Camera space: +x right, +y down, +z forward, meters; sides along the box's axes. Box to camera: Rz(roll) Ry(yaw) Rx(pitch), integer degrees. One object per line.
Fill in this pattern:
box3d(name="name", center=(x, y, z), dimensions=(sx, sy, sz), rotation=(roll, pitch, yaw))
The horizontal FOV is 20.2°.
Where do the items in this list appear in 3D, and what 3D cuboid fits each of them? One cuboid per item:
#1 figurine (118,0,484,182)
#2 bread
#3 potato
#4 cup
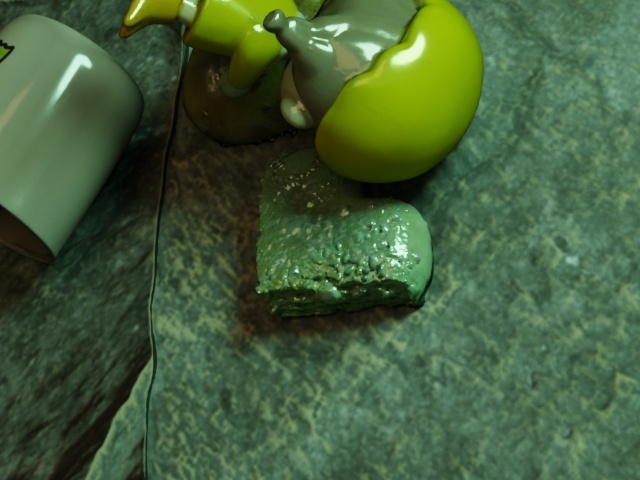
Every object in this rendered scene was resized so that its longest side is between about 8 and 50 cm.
box3d(name="figurine", center=(-0.012, -0.182, 1.723), dimensions=(0.343, 0.187, 0.215), rotation=(21, 56, -2))
box3d(name="bread", center=(0.000, 0.000, 1.747), dimensions=(0.172, 0.064, 0.232), rotation=(-43, 54, -5))
box3d(name="potato", center=(-0.059, -0.188, 1.865), dimensions=(0.200, 0.081, 0.164), rotation=(-29, 57, 9))
box3d(name="cup", center=(-0.315, -0.112, 1.890), dimensions=(0.200, 0.191, 0.253), rotation=(-57, 25, -16))
